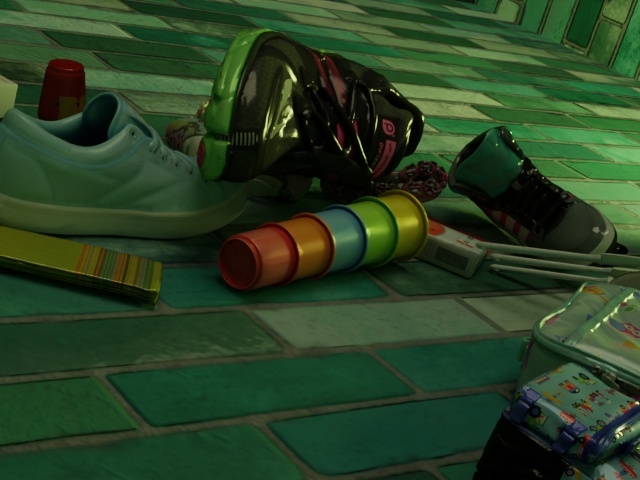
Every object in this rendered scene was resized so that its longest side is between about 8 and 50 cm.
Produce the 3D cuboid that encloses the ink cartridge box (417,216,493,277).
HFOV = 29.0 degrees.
[{"bbox_3d":[0.167,-0.013,1.711,0.145,0.045,0.179,23,23,13],"label":"ink cartridge box"}]

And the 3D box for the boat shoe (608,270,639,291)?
[{"bbox_3d":[0.513,0.126,1.557,0.340,0.127,0.158,22,6,7],"label":"boat shoe"}]

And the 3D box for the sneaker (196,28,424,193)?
[{"bbox_3d":[0.004,-0.155,1.534,0.202,0.185,0.483,21,19,19],"label":"sneaker"}]

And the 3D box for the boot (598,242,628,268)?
[{"bbox_3d":[0.422,0.000,1.884,0.099,0.045,0.121,26,29,29],"label":"boot"}]

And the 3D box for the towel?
[{"bbox_3d":[-0.282,0.018,1.288,0.237,0.021,0.102,14,15,-8],"label":"towel"}]

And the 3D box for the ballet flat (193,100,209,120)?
[{"bbox_3d":[-0.073,-0.149,1.783,0.241,0.077,0.091,9,44,-2],"label":"ballet flat"}]

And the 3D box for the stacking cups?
[{"bbox_3d":[0.000,0.000,1.477,0.096,0.096,0.316,31,26,33],"label":"stacking cups"}]

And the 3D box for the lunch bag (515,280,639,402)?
[{"bbox_3d":[0.343,0.139,1.357,0.224,0.108,0.279,26,22,22],"label":"lunch bag"}]

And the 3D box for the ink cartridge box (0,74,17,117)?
[{"bbox_3d":[-0.480,-0.199,1.646,0.088,0.052,0.122,29,22,30],"label":"ink cartridge box"}]

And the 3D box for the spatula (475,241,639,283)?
[{"bbox_3d":[0.328,0.039,1.593,0.242,0.019,0.168,6,-12,16],"label":"spatula"}]

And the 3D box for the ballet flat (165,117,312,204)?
[{"bbox_3d":[-0.120,-0.105,1.687,0.221,0.077,0.079,21,40,8],"label":"ballet flat"}]

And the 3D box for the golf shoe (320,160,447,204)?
[{"bbox_3d":[0.087,-0.073,1.793,0.186,0.067,0.086,0,-19,-13],"label":"golf shoe"}]

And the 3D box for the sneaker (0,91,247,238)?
[{"bbox_3d":[-0.217,-0.092,1.439,0.366,0.150,0.135,-5,31,-47],"label":"sneaker"}]

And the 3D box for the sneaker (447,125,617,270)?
[{"bbox_3d":[0.283,-0.073,1.758,0.178,0.124,0.295,40,-2,-34],"label":"sneaker"}]

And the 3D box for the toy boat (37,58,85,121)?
[{"bbox_3d":[-0.436,-0.155,1.465,0.318,0.148,0.267,6,24,-12],"label":"toy boat"}]

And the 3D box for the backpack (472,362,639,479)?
[{"bbox_3d":[0.248,0.205,1.095,0.173,0.117,0.158,35,27,33],"label":"backpack"}]
